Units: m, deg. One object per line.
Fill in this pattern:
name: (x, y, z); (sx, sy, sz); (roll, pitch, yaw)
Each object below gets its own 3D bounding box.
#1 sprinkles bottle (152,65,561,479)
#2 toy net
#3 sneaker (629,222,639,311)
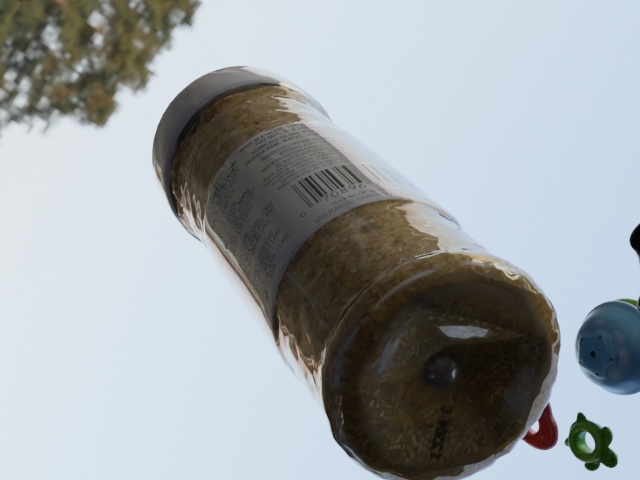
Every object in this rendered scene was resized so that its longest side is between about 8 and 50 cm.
sprinkles bottle: (0.000, 0.000, 0.754); (0.121, 0.121, 0.355); (-54, -151, 6)
toy net: (0.145, 0.076, 0.992); (0.232, 0.045, 0.122); (26, -66, 42)
sneaker: (0.234, 0.048, 0.812); (0.063, 0.075, 0.170); (-43, -135, 34)
